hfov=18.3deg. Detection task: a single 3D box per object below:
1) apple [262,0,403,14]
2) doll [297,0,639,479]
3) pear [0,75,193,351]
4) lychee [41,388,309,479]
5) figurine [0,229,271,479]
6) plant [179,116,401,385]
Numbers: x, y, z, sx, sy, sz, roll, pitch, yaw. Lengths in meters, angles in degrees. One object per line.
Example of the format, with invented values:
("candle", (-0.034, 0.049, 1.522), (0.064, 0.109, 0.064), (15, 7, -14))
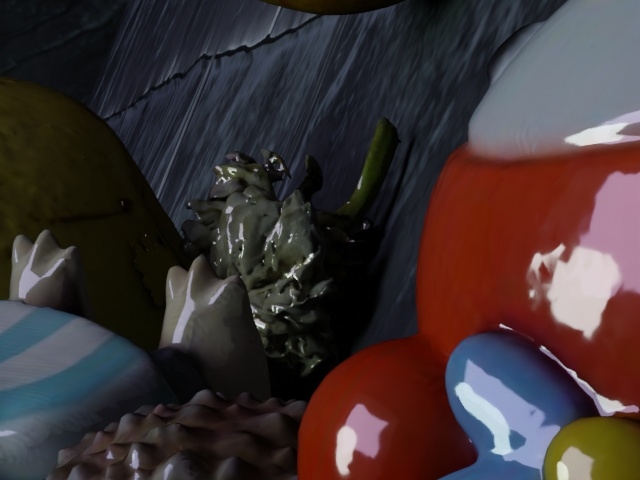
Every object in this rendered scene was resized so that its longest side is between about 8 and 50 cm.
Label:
("apple", (0.006, -0.198, 1.003), (0.155, 0.182, 0.182), (67, -142, -65))
("doll", (0.085, 0.011, 0.382), (0.290, 0.130, 0.161), (-55, 23, -13))
("pear", (-0.201, 0.086, 0.982), (0.348, 0.348, 0.348), (-158, 90, -77))
("lychee", (-0.026, 0.124, 0.583), (0.165, 0.165, 0.197), (-69, 19, -6))
("figurine", (-0.159, 0.242, 0.735), (0.266, 0.378, 0.361), (13, 34, 42))
("plant", (0.000, 0.000, 0.942), (0.122, 0.104, 0.116), (-36, 56, 1))
